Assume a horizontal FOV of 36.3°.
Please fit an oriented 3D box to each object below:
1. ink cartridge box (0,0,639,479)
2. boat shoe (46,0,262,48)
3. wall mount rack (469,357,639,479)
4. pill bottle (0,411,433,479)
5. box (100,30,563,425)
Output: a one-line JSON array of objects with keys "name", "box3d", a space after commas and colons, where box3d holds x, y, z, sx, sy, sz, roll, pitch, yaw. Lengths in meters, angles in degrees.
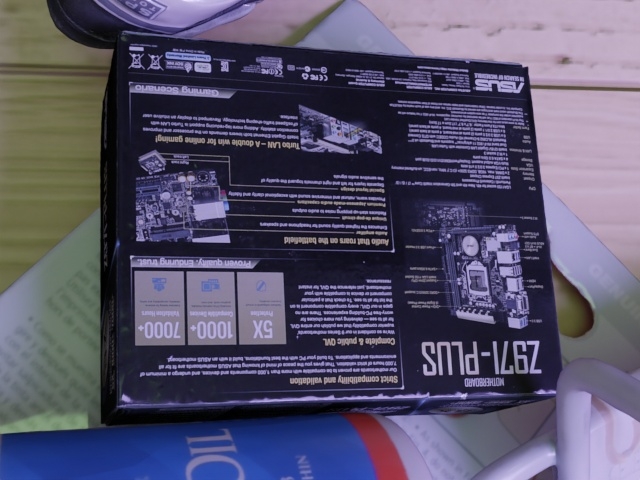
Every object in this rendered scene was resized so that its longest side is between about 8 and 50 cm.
[{"name": "ink cartridge box", "box3d": [-0.012, 0.112, 0.473, 0.308, 0.091, 0.385, 45, 67, -2]}, {"name": "boat shoe", "box3d": [-0.001, -0.180, 0.462, 0.301, 0.102, 0.108, -45, 104, -28]}, {"name": "wall mount rack", "box3d": [0.214, 0.154, 0.426, 0.350, 0.130, 0.304, -21, 119, -23]}, {"name": "pill bottle", "box3d": [-0.076, 0.126, 0.334, 0.221, 0.124, 0.124, -1, 87, -18]}, {"name": "box", "box3d": [0.000, 0.000, 0.416, 0.180, 0.077, 0.147, 1, 75, -17]}]
